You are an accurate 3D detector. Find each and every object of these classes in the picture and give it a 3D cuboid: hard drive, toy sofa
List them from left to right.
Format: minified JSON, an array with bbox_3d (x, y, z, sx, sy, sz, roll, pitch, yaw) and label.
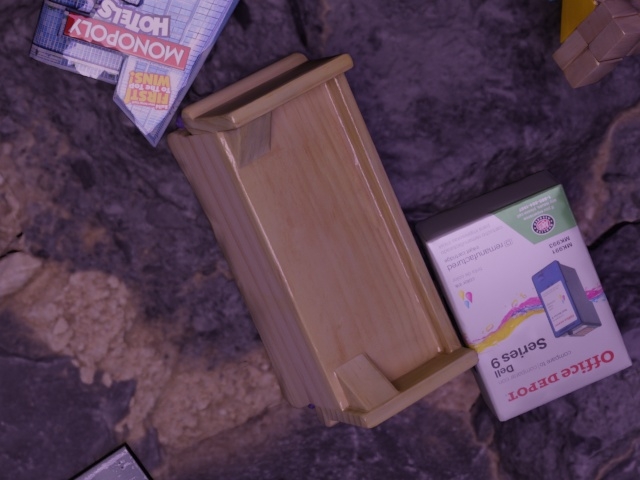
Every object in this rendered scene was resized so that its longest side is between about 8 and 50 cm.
[{"bbox_3d":[-0.236,0.289,1.934,0.135,0.022,0.094,-34,102,3],"label":"hard drive"},{"bbox_3d":[0.000,0.000,1.849,0.150,0.177,0.363,-29,103,-23],"label":"toy sofa"}]

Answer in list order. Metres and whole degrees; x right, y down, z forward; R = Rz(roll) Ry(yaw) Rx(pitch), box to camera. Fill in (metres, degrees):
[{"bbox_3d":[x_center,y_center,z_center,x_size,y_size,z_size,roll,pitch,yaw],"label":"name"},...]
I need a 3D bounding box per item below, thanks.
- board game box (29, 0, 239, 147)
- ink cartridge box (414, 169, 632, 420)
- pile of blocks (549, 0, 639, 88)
[{"bbox_3d":[-0.187,-0.201,1.822,0.194,0.060,0.194,15,99,-7],"label":"board game box"},{"bbox_3d":[0.210,0.057,1.889,0.154,0.093,0.212,-23,104,0],"label":"ink cartridge box"},{"bbox_3d":[0.280,-0.332,1.744,0.112,0.149,0.362,-15,118,-45],"label":"pile of blocks"}]
